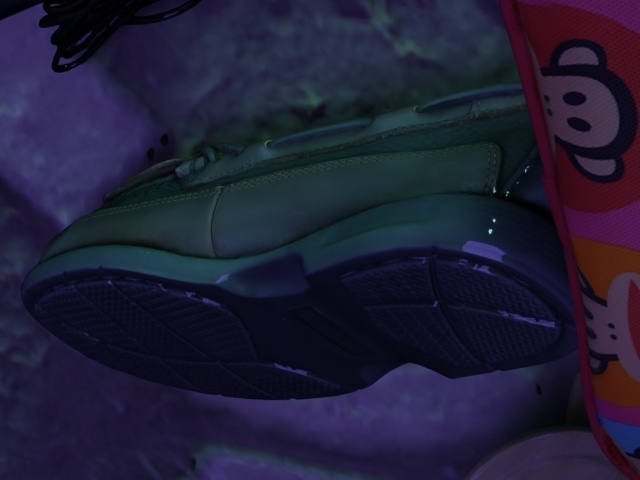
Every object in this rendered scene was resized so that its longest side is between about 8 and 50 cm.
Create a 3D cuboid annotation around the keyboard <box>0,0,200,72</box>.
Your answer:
[{"bbox_3d":[-0.076,-0.116,0.693,0.192,0.038,0.100,-17,107,38],"label":"keyboard"}]

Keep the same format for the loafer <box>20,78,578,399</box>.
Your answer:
[{"bbox_3d":[0.000,0.000,0.697,0.267,0.084,0.096,-6,141,48],"label":"loafer"}]

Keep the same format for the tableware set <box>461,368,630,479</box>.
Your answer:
[{"bbox_3d":[0.103,0.145,0.722,0.128,0.039,0.194,-24,111,2],"label":"tableware set"}]

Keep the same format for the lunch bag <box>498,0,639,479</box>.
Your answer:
[{"bbox_3d":[0.186,-0.034,0.498,0.258,0.120,0.293,7,134,25],"label":"lunch bag"}]
